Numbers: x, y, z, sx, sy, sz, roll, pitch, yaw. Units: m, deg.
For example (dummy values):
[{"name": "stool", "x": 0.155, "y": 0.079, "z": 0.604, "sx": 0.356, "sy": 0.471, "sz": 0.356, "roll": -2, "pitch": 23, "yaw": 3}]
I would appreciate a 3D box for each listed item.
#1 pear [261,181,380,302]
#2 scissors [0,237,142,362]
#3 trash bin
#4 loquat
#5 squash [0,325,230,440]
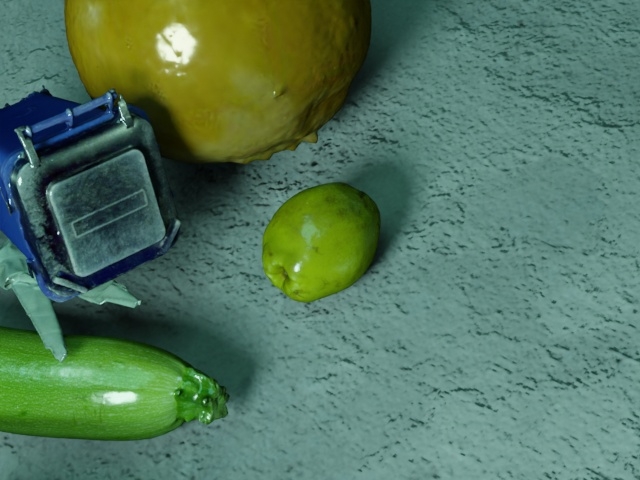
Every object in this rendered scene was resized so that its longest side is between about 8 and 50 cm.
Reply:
[{"name": "pear", "x": 0.000, "y": 0.000, "z": 1.453, "sx": 0.107, "sy": 0.107, "sz": 0.131, "roll": 19, "pitch": 54, "yaw": 31}, {"name": "scissors", "x": -0.317, "y": 0.025, "z": 1.523, "sx": 0.256, "sy": 0.029, "sz": 0.383, "roll": -30, "pitch": 36, "yaw": -23}, {"name": "trash bin", "x": -0.262, "y": -0.068, "z": 1.465, "sx": 0.163, "sy": 0.184, "sz": 0.234, "roll": -26, "pitch": 29, "yaw": -24}, {"name": "loquat", "x": -0.107, "y": -0.237, "z": 1.536, "sx": 0.329, "sy": 0.328, "sz": 0.328, "roll": -10, "pitch": 51, "yaw": 13}, {"name": "squash", "x": -0.275, "y": 0.138, "z": 1.446, "sx": 0.395, "sy": 0.107, "sz": 0.107, "roll": 5, "pitch": 56, "yaw": 23}]
